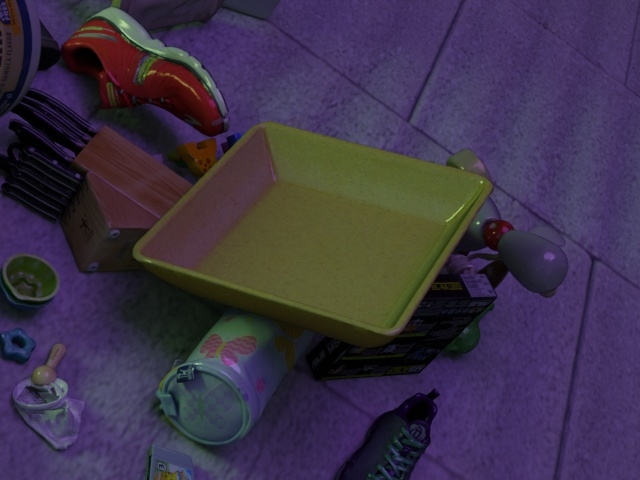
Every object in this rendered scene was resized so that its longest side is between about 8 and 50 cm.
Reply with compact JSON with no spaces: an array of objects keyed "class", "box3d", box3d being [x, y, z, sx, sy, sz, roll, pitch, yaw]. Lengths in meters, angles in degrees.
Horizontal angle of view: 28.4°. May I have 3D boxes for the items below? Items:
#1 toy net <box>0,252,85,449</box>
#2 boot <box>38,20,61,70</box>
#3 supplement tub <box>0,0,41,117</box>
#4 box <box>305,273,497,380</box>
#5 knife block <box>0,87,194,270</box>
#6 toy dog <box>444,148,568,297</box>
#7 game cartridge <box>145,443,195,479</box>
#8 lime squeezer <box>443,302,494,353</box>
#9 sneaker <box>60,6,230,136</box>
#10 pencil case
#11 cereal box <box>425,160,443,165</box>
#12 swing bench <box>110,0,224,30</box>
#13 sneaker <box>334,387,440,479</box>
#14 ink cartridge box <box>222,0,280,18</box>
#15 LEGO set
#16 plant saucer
[{"class":"toy net","box3d":[-0.321,0.118,1.366,0.122,0.045,0.232,0,52,-41]},{"class":"boot","box3d":[-0.451,-0.327,1.689,0.189,0.076,0.208,6,54,-56]},{"class":"supplement tub","box3d":[-0.486,-0.218,1.388,0.228,0.228,0.316,47,29,9]},{"class":"box","box3d":[0.105,0.112,1.627,0.191,0.184,0.045,0,55,-40]},{"class":"knife block","box3d":[-0.264,-0.080,1.584,0.276,0.088,0.242,1,52,-41]},{"class":"toy dog","box3d":[0.239,0.012,1.838,0.333,0.220,0.161,-104,168,-53]},{"class":"game cartridge","box3d":[-0.164,0.264,1.376,0.056,0.017,0.083,25,39,-25]},{"class":"lime squeezer","box3d":[0.160,0.110,1.783,0.310,0.059,0.110,4,50,-37]},{"class":"sneaker","box3d":[-0.240,-0.205,1.708,0.279,0.107,0.118,34,58,25]},{"class":"pencil case","box3d":[-0.085,0.127,1.505,0.113,0.124,0.273,64,33,-18]},{"class":"cereal box","box3d":[0.054,-0.052,1.780,0.240,0.047,0.173,6,41,1]},{"class":"swing bench","box3d":[-0.282,-0.447,1.885,0.254,0.165,0.253,49,37,11]},{"class":"sneaker","box3d":[0.083,0.262,1.522,0.083,0.098,0.223,36,36,-6]},{"class":"ink cartridge box","box3d":[-0.120,-0.607,2.094,0.160,0.279,0.384,12,45,-33]},{"class":"LEGO set","box3d":[-0.143,-0.086,1.696,0.227,0.087,0.093,-16,90,-45]},{"class":"plant saucer","box3d":[0.000,0.000,1.509,0.333,0.081,0.333,15,39,20]}]
